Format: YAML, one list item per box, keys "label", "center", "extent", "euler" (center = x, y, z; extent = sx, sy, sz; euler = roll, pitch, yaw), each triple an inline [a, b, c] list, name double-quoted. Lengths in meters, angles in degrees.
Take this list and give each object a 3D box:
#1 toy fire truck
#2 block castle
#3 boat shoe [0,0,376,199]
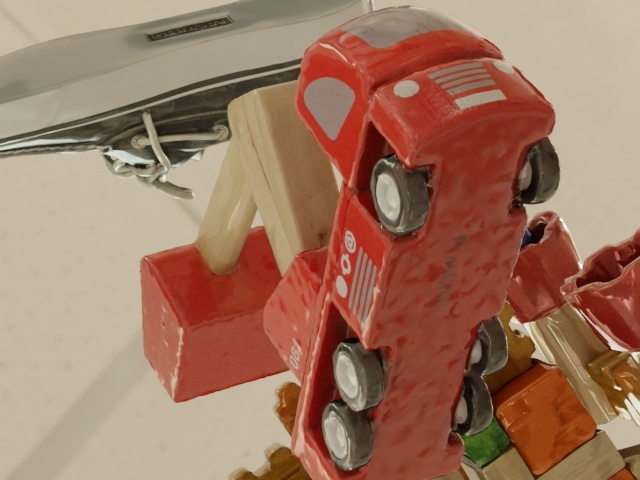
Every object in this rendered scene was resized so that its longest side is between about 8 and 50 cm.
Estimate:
- label: "toy fire truck"
  center: [0.000, 0.000, 0.565]
  extent: [0.047, 0.192, 0.135]
  euler: [-14, -134, -25]
- label: "block castle"
  center: [0.041, 0.148, 1.308]
  extent: [0.453, 0.303, 0.213]
  euler: [-34, -81, -10]
- label: "boat shoe"
  center: [-0.107, -0.085, 1.265]
  extent: [0.113, 0.306, 0.105]
  euler: [-129, 25, -64]
